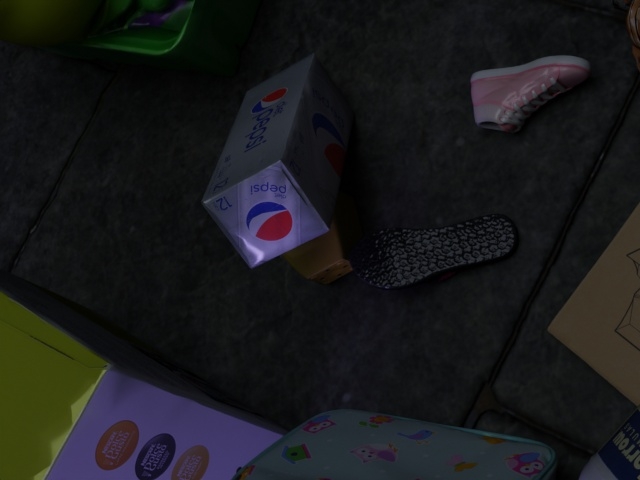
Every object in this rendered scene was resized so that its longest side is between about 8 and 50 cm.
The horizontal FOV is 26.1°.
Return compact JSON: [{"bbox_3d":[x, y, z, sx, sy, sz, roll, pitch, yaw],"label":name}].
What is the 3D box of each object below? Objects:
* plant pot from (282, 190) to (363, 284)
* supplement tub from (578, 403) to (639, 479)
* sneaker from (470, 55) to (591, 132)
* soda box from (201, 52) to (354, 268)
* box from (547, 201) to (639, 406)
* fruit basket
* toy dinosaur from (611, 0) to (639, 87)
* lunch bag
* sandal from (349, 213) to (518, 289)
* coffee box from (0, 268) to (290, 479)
[{"bbox_3d":[0.000,0.000,1.487,0.081,0.081,0.083,-28,69,19],"label":"plant pot"},{"bbox_3d":[0.356,0.197,1.099,0.325,0.235,0.235,-49,55,5],"label":"supplement tub"},{"bbox_3d":[0.218,-0.147,1.429,0.134,0.051,0.070,-7,70,32],"label":"sneaker"},{"bbox_3d":[-0.037,-0.090,1.443,0.098,0.091,0.286,-27,22,19],"label":"soda box"},{"bbox_3d":[0.328,0.052,1.290,0.164,0.021,0.201,42,103,35],"label":"box"},{"bbox_3d":[-0.287,-0.334,1.613,0.392,0.392,0.283,11,78,34],"label":"fruit basket"},{"bbox_3d":[0.375,-0.224,1.330,0.218,0.164,0.322,1,111,46],"label":"toy dinosaur"},{"bbox_3d":[0.077,0.247,1.267,0.279,0.224,0.108,8,111,31],"label":"lunch bag"},{"bbox_3d":[0.119,0.015,1.438,0.179,0.040,0.067,-10,72,12],"label":"sandal"},{"bbox_3d":[-0.304,0.239,1.419,0.338,0.334,0.337,28,87,35],"label":"coffee box"}]
